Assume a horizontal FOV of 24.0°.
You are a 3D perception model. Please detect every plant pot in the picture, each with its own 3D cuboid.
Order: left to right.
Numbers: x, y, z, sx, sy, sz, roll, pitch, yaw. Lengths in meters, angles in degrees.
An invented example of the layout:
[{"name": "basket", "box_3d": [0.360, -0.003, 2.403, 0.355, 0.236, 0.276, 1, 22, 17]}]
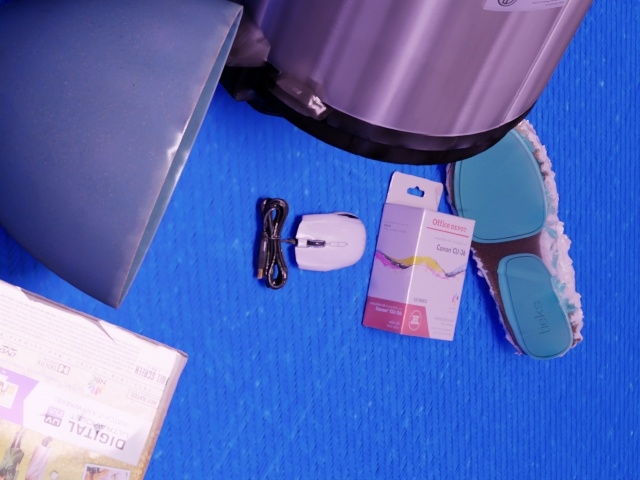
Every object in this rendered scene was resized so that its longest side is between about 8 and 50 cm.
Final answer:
[{"name": "plant pot", "box_3d": [-0.212, -0.109, 1.330, 0.290, 0.195, 0.290, -157, -90, -87]}]

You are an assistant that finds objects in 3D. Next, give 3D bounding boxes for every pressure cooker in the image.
[{"name": "pressure cooker", "box_3d": [0.088, -0.280, 1.507, 0.420, 0.370, 0.375, 113, 0, -47]}]

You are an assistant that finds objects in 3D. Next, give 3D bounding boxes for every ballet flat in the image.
[{"name": "ballet flat", "box_3d": [0.260, -0.020, 2.019, 0.147, 0.147, 0.409, -45, 132, -35]}]

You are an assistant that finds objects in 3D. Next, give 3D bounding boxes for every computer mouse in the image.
[{"name": "computer mouse", "box_3d": [0.000, 0.000, 1.753, 0.193, 0.042, 0.106, -5, 100, -49]}]

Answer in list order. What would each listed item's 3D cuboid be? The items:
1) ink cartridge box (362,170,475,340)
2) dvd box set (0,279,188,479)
[{"name": "ink cartridge box", "box_3d": [0.128, 0.020, 1.891, 0.115, 0.067, 0.198, 10, 89, -50]}, {"name": "dvd box set", "box_3d": [-0.324, 0.243, 1.321, 0.308, 0.062, 0.420, 23, 78, -26]}]
